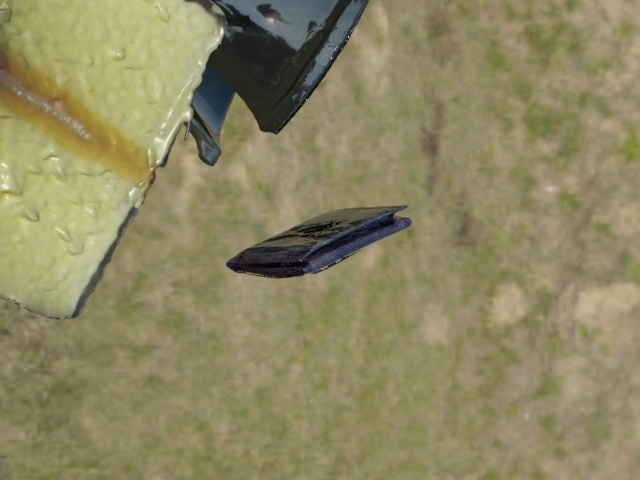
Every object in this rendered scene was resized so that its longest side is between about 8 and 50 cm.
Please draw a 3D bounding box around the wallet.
[{"bbox_3d":[0.000,0.001,1.220,0.166,0.111,0.030,-25,105,-43],"label":"wallet"}]

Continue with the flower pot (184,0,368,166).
[{"bbox_3d":[-0.120,-0.310,1.510,0.251,0.379,0.379,33,48,-19],"label":"flower pot"}]

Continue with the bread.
[{"bbox_3d":[-0.188,-0.090,0.868,0.178,0.142,0.266,31,84,-30],"label":"bread"}]
